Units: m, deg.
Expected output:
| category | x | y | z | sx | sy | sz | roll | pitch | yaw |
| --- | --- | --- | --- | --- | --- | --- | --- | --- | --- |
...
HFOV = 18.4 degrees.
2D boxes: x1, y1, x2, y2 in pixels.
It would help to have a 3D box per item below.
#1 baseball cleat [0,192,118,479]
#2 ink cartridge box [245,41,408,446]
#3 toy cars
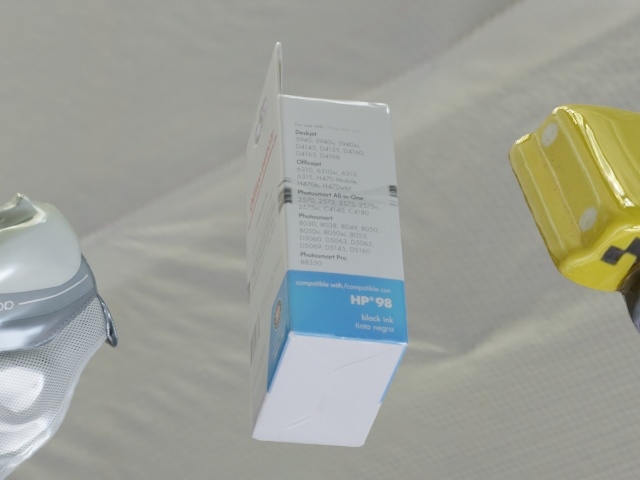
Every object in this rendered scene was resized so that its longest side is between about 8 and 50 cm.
| category | x | y | z | sx | sy | sz | roll | pitch | yaw |
| --- | --- | --- | --- | --- | --- | --- | --- | --- | --- |
| baseball cleat | -0.177 | 0.063 | 0.759 | 0.206 | 0.109 | 0.072 | -25 | -166 | -6 |
| ink cartridge box | 0.000 | 0.000 | 0.996 | 0.104 | 0.060 | 0.180 | 109 | -18 | -54 |
| toy cars | 0.252 | 0.056 | 0.738 | 0.394 | 0.176 | 0.087 | 40 | -61 | 11 |
